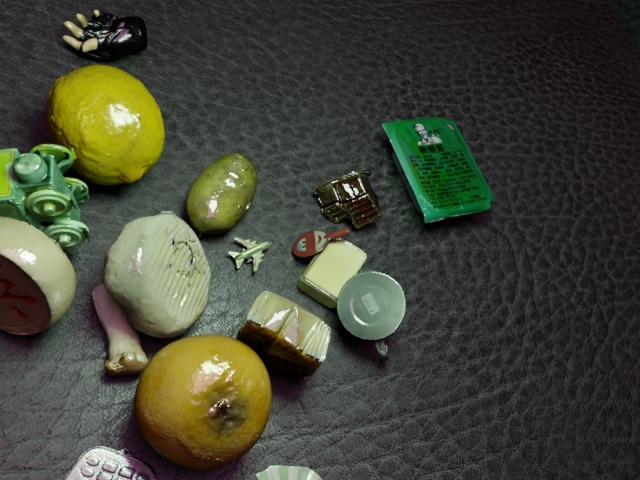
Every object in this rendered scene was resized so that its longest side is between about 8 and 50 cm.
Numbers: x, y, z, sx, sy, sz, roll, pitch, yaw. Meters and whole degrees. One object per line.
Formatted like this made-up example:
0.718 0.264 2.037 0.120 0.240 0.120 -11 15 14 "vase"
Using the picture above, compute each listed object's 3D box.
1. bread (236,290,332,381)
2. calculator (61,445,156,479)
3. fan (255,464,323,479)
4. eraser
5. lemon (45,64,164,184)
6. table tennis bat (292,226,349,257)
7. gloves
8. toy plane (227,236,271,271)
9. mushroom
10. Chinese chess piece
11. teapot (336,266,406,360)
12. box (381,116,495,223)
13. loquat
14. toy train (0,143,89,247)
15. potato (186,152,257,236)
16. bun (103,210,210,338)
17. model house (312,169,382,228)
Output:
-0.083 0.218 1.304 0.192 0.210 0.109 31 60 -4 "bread"
-0.414 0.512 1.105 0.177 0.040 0.268 25 55 -7 "calculator"
-0.032 0.553 1.256 0.240 0.009 0.131 40 53 3 "fan"
0.030 0.077 1.515 0.117 0.058 0.172 32 55 2 "eraser"
-0.495 -0.266 1.387 0.261 0.260 0.283 -3 63 -23 "lemon"
0.000 0.000 1.519 0.155 0.019 0.098 -18 36 11 "table tennis bat"
-0.576 -0.544 1.592 0.204 0.124 0.164 -9 42 -3 "gloves"
-0.170 0.028 1.474 0.111 0.040 0.102 -23 75 -31 "toy plane"
-0.432 0.189 1.266 0.084 0.071 0.209 -26 68 1 "mushroom"
-0.599 0.069 1.155 0.250 0.249 0.103 28 39 -5 "Chinese chess piece"
0.131 0.174 1.463 0.163 0.149 0.239 -15 77 5 "teapot"
0.331 -0.198 1.765 0.264 0.106 0.336 -10 66 -27 "box"
-0.227 0.311 1.167 0.263 0.263 0.263 10 59 -17 "loquat"
-0.590 -0.081 1.239 0.188 0.271 0.159 -8 62 -9 "toy train"
-0.245 -0.113 1.485 0.149 0.113 0.251 30 64 -13 "potato"
-0.353 0.073 1.288 0.273 0.168 0.272 42 39 -48 "bun"
0.083 -0.105 1.629 0.165 0.106 0.152 -23 83 6 "model house"
